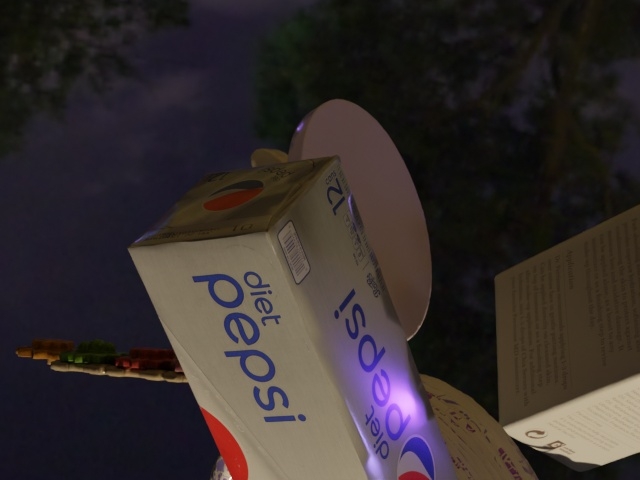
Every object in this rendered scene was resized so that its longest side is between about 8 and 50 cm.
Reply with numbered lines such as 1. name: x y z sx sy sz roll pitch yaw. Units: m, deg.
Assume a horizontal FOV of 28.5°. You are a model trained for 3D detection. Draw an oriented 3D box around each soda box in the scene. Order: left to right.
1. soda box: -0.001 0.099 0.735 0.098 0.286 0.091 -6 -153 31

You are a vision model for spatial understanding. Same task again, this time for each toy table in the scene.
1. toy table: 0.000 0.000 1.390 0.252 0.161 0.274 15 -117 -36

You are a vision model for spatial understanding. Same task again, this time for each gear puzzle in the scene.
1. gear puzzle: -0.209 0.132 1.471 0.339 0.044 0.175 2 178 29

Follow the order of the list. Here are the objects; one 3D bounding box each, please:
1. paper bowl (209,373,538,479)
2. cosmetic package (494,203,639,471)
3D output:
1. paper bowl: 0.056 0.237 0.955 0.284 0.284 0.148 32 -151 33
2. cosmetic package: 0.422 0.077 1.437 0.161 0.453 0.230 30 -133 -32
